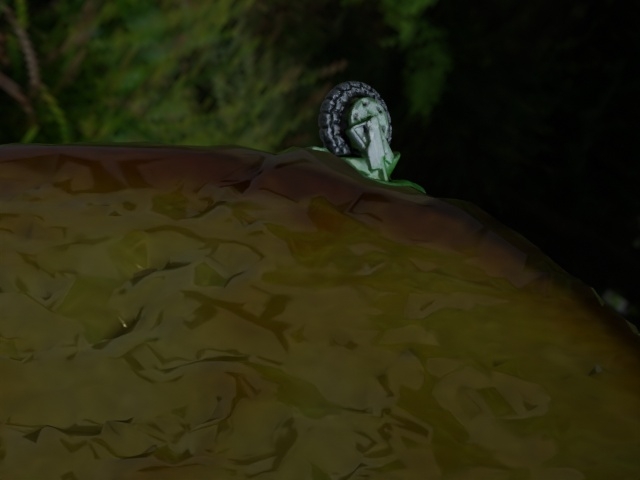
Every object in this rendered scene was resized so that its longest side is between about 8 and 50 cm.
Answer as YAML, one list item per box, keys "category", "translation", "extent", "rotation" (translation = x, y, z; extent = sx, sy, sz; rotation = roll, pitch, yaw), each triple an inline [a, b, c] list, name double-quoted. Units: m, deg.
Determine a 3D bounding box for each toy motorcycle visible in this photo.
- category: "toy motorcycle"
  translation: [0.000, 0.000, 1.012]
  extent: [0.074, 0.106, 0.190]
  rotation: [-9, -143, 48]

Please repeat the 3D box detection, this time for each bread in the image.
- category: "bread"
  translation: [-0.063, 0.131, 0.473]
  extent: [0.398, 0.398, 0.215]
  rotation: [-42, 140, -46]
